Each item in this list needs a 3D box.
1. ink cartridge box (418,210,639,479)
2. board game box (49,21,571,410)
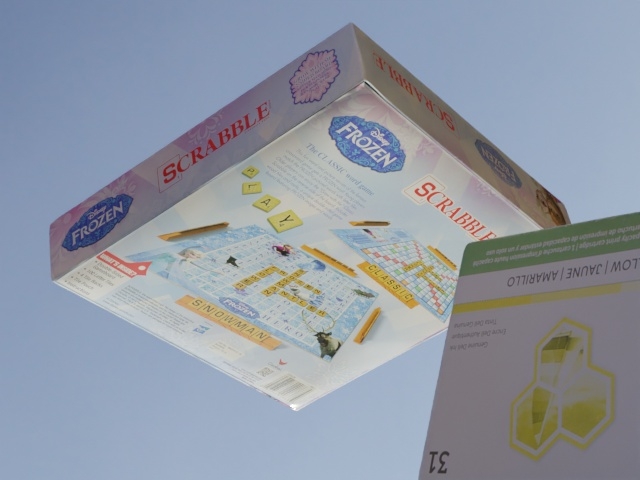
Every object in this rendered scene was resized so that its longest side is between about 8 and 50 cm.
[{"bbox_3d":[0.112,0.108,0.612,0.056,0.171,0.235,23,-109,-30],"label":"ink cartridge box"},{"bbox_3d":[0.000,0.000,1.216,0.319,0.318,0.065,35,-146,-44],"label":"board game box"}]
